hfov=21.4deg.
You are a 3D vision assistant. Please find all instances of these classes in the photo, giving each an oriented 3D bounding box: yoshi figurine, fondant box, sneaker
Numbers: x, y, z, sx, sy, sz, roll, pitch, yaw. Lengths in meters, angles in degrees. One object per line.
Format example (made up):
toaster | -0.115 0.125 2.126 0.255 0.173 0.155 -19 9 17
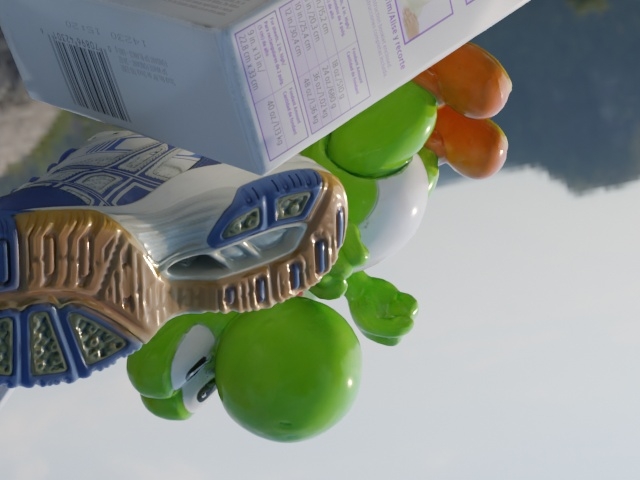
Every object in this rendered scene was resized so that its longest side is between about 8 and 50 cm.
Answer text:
yoshi figurine | 0.021 0.019 1.287 0.362 0.203 0.203 -46 -160 -16
fondant box | 0.000 -0.178 1.029 0.330 0.096 0.238 -36 -144 -28
sneaker | -0.134 -0.001 1.002 0.296 0.112 0.131 -11 -145 -33

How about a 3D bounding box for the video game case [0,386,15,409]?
video game case | -0.330 0.022 1.185 0.204 0.285 0.025 -55 178 6
